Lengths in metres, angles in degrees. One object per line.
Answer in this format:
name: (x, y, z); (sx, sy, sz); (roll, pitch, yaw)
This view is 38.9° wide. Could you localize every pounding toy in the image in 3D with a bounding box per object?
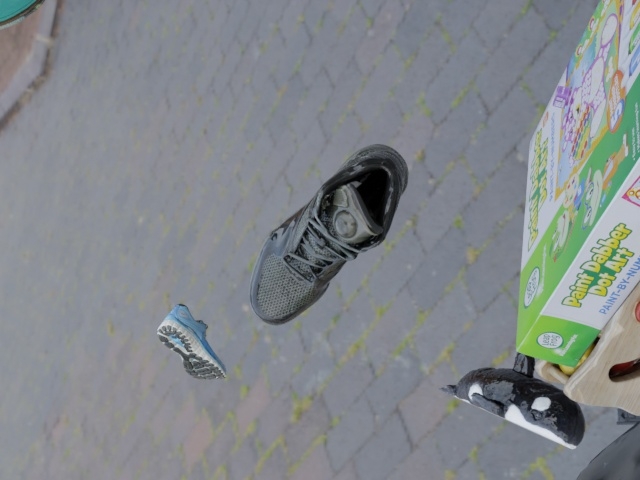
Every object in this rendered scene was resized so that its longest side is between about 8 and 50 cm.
pounding toy: (0.332, 0.052, 0.889); (0.269, 0.154, 0.155); (-55, 16, 2)

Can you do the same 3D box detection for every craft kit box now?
craft kit box: (0.219, -0.073, 0.688); (0.246, 0.061, 0.249); (102, -178, -49)

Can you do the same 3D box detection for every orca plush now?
orca plush: (0.278, 0.202, 1.253); (0.102, 0.151, 0.287); (-65, 5, -6)

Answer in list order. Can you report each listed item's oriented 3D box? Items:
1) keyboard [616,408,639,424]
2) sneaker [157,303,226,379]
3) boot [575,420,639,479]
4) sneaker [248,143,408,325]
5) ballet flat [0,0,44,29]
keyboard: (0.409, 0.177, 0.999); (0.180, 0.023, 0.108); (-15, 68, 48)
sneaker: (-0.191, 0.161, 1.438); (0.063, 0.162, 0.073); (-7, 44, 25)
boot: (0.072, 0.180, 0.268); (0.146, 0.445, 0.367); (52, 143, 17)
sneaker: (0.000, 0.000, 0.915); (0.227, 0.087, 0.130); (-46, 1, 11)
ballet flat: (-0.372, -0.348, 1.168); (0.221, 0.077, 0.079); (-59, 15, -15)
